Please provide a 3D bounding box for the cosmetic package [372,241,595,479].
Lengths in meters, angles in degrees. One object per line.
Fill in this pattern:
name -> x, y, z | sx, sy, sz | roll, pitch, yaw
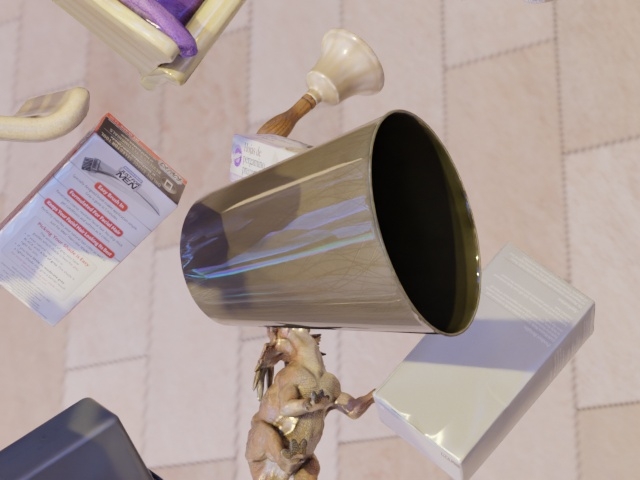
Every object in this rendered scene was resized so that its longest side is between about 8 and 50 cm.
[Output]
cosmetic package -> 0.180, 0.134, 1.521 | 0.127, 0.107, 0.238 | 39, 78, 23

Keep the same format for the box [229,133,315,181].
box -> -0.015, -0.075, 1.642 | 0.324, 0.067, 0.063 | 24, 111, 62

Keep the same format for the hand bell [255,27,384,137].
hand bell -> -0.026, -0.208, 2.140 | 0.126, 0.126, 0.242 | 24, 55, 38

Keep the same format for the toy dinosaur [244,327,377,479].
toy dinosaur -> -0.041, 0.212, 1.662 | 0.200, 0.127, 0.296 | 11, 72, 52

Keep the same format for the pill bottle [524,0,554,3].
pill bottle -> 0.195, -0.247, 1.102 | 0.186, 0.112, 0.112 | -9, 66, 9

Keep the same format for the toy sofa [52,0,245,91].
toy sofa -> -0.226, -0.302, 1.228 | 0.150, 0.362, 0.177 | -55, 12, -12

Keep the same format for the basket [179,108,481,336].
basket -> 0.000, 0.000, 1.238 | 0.226, 0.204, 0.154 | -9, 25, 34

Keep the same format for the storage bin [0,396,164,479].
storage bin -> -0.194, 0.192, 1.081 | 0.135, 0.091, 0.098 | -33, 31, -25

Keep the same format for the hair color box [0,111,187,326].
hair color box -> -0.203, -0.016, 1.180 | 0.167, 0.093, 0.053 | -41, 16, 22

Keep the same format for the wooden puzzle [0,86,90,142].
wooden puzzle -> -0.363, -0.069, 1.026 | 0.322, 0.347, 0.081 | -169, 77, -71
